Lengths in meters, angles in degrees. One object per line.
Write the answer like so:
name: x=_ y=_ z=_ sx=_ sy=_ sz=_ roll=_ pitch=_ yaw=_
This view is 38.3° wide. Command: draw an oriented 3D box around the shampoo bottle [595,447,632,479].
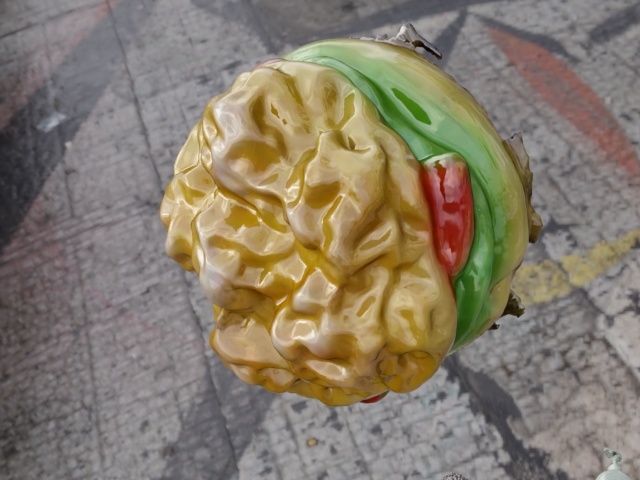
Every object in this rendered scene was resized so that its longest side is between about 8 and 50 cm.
shampoo bottle: x=0.447 y=0.381 z=1.393 sx=0.077 sy=0.045 sz=0.152 roll=15 pitch=37 yaw=8

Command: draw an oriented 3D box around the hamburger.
hamburger: x=0.000 y=0.000 z=0.551 sx=0.237 sy=0.237 sz=0.149 roll=21 pitch=35 yaw=36

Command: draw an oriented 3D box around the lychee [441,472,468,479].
lychee: x=0.220 y=0.409 z=1.479 sx=0.067 sy=0.083 sz=0.068 roll=20 pitch=86 yaw=-4
